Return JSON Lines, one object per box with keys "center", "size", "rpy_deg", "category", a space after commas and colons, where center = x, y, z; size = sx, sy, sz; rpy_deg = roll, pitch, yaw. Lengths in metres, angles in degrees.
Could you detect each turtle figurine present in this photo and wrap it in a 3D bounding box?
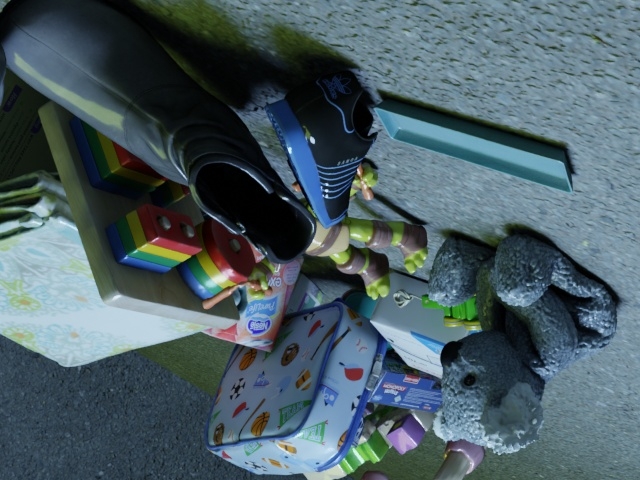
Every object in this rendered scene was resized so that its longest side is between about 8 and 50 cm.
{"center": [0.000, 0.000, 1.567], "size": [0.217, 0.269, 0.087], "rpy_deg": [21, -148, -35], "category": "turtle figurine"}

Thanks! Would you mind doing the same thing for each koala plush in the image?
{"center": [0.210, 0.133, 1.527], "size": [0.203, 0.221, 0.196], "rpy_deg": [31, 165, -21], "category": "koala plush"}

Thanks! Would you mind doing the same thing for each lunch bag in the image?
{"center": [-0.032, 0.207, 1.958], "size": [0.115, 0.243, 0.303], "rpy_deg": [34, 152, -26], "category": "lunch bag"}

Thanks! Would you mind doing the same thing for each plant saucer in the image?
{"center": [0.143, -0.090, 1.269], "size": [0.192, 0.018, 0.067], "rpy_deg": [20, 165, 26], "category": "plant saucer"}

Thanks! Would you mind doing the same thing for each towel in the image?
{"center": [-0.325, 0.042, 1.765], "size": [0.320, 0.090, 0.374], "rpy_deg": [-15, 146, 32], "category": "towel"}

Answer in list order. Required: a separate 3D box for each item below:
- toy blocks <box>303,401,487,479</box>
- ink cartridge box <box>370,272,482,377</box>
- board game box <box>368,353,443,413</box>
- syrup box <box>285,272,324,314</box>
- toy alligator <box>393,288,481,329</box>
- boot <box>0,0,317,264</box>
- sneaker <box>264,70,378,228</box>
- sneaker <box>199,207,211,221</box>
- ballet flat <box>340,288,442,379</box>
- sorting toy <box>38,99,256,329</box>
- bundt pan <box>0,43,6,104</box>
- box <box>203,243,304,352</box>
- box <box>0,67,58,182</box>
{"center": [0.110, 0.288, 2.359], "size": [0.288, 0.260, 0.309], "rpy_deg": [-30, 101, 40], "category": "toy blocks"}
{"center": [0.168, 0.130, 1.880], "size": [0.139, 0.082, 0.190], "rpy_deg": [19, 163, 27], "category": "ink cartridge box"}
{"center": [0.112, 0.180, 2.107], "size": [0.194, 0.060, 0.194], "rpy_deg": [14, -156, -38], "category": "board game box"}
{"center": [-0.123, 0.079, 2.180], "size": [0.237, 0.093, 0.096], "rpy_deg": [17, 163, 31], "category": "syrup box"}
{"center": [0.172, 0.076, 1.751], "size": [0.051, 0.056, 0.190], "rpy_deg": [-14, -168, -35], "category": "toy alligator"}
{"center": [-0.150, -0.115, 1.341], "size": [0.338, 0.118, 0.223], "rpy_deg": [28, -167, -36], "category": "boot"}
{"center": [0.014, -0.085, 1.344], "size": [0.081, 0.090, 0.232], "rpy_deg": [62, 178, 22], "category": "sneaker"}
{"center": [-0.248, -0.070, 1.850], "size": [0.275, 0.110, 0.107], "rpy_deg": [-1, 159, 22], "category": "sneaker"}
{"center": [0.120, 0.137, 2.032], "size": [0.221, 0.077, 0.079], "rpy_deg": [28, -175, -9], "category": "ballet flat"}
{"center": [-0.184, -0.041, 1.615], "size": [0.089, 0.257, 0.255], "rpy_deg": [-31, 158, 20], "category": "sorting toy"}
{"center": [-0.397, -0.227, 1.290], "size": [0.331, 0.124, 0.331], "rpy_deg": [49, 153, 35], "category": "bundt pan"}
{"center": [-0.194, 0.045, 1.998], "size": [0.300, 0.154, 0.142], "rpy_deg": [17, 178, 40], "category": "box"}
{"center": [-0.463, -0.123, 1.810], "size": [0.117, 0.213, 0.243], "rpy_deg": [13, 162, 41], "category": "box"}
